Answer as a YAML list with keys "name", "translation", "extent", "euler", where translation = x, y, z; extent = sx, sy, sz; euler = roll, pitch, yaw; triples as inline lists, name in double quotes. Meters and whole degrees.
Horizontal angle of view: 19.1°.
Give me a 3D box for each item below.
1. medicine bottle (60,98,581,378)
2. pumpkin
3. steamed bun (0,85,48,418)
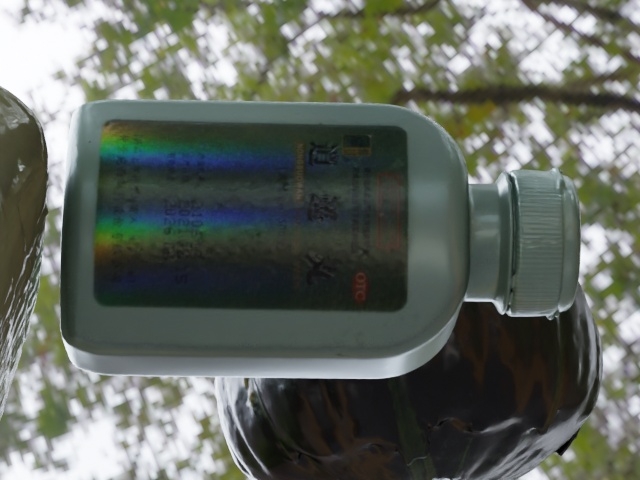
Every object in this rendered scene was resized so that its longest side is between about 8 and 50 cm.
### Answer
- name: "medicine bottle"
  translation: [0.000, 0.000, 0.859]
  extent: [0.228, 0.121, 0.083]
  euler: [1, -20, -2]
- name: "pumpkin"
  translation: [0.059, 0.069, 1.427]
  extent: [0.295, 0.296, 0.296]
  euler: [-11, -53, -16]
- name: "steamed bun"
  translation: [-0.215, 0.051, 0.797]
  extent: [0.154, 0.250, 0.200]
  euler: [17, -27, -1]
